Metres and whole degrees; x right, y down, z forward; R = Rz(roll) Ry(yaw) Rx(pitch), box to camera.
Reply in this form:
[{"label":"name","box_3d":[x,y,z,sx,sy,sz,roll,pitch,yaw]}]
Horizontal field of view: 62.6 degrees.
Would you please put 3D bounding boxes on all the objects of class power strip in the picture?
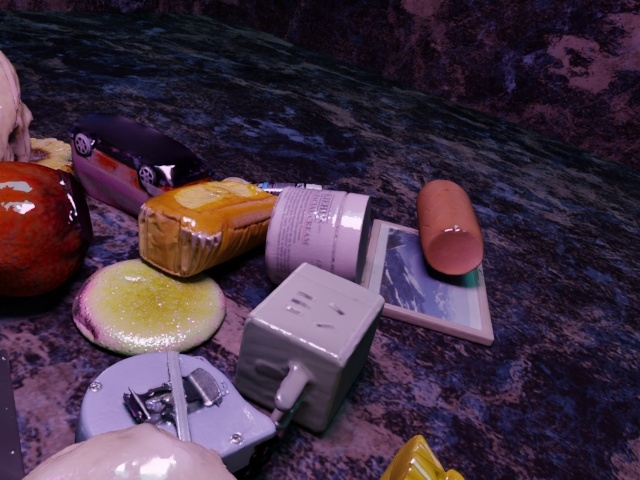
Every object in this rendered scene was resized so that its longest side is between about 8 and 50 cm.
[{"label":"power strip","box_3d":[-0.025,0.151,0.694,0.140,0.139,0.224,24,31,16]}]

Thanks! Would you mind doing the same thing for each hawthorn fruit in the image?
[{"label":"hawthorn fruit","box_3d":[-0.458,-0.021,0.754,0.250,0.215,0.215,10,30,-9]}]

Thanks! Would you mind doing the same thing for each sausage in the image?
[{"label":"sausage","box_3d":[0.266,-0.040,1.110,0.121,0.121,0.304,14,27,0]}]

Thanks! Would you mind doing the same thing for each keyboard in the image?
[{"label":"keyboard","box_3d":[-0.375,0.206,0.581,0.072,0.023,0.231,-1,33,-36]}]

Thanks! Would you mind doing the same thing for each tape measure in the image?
[{"label":"tape measure","box_3d":[-0.170,0.206,0.580,0.182,0.107,0.181,36,30,29]}]

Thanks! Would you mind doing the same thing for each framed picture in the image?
[{"label":"framed picture","box_3d":[0.208,0.065,1.048,0.248,0.022,0.335,16,30,4]}]

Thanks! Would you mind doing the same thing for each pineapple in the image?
[{"label":"pineapple","box_3d":[-0.600,-0.166,1.093,0.222,0.047,0.221,9,30,-5]}]

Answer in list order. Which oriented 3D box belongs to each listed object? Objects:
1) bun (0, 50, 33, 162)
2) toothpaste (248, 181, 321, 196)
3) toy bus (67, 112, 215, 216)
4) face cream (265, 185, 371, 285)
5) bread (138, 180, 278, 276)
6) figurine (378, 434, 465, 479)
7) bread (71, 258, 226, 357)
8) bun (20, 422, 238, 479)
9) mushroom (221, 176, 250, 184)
[{"label":"bun","box_3d":[-0.606,-0.188,0.859,0.235,0.325,0.361,14,35,-6]},{"label":"toothpaste","box_3d":[-0.094,-0.115,1.216,0.194,0.045,0.071,5,22,-3]},{"label":"toy bus","box_3d":[-0.361,-0.138,1.038,0.303,0.147,0.128,24,32,22]},{"label":"face cream","box_3d":[0.000,0.000,0.904,0.153,0.177,0.177,8,29,8]},{"label":"bread","box_3d":[-0.184,-0.031,0.931,0.153,0.119,0.288,26,23,19]},{"label":"figurine","box_3d":[0.171,0.347,0.465,0.315,0.167,0.187,34,7,13]},{"label":"bread","box_3d":[-0.257,0.091,0.807,0.229,0.033,0.228,9,31,-6]},{"label":"bun","box_3d":[-0.154,0.247,0.429,0.231,0.230,0.133,7,14,-10]},{"label":"mushroom","box_3d":[-0.179,-0.098,1.122,0.084,0.083,0.067,13,71,0]}]
